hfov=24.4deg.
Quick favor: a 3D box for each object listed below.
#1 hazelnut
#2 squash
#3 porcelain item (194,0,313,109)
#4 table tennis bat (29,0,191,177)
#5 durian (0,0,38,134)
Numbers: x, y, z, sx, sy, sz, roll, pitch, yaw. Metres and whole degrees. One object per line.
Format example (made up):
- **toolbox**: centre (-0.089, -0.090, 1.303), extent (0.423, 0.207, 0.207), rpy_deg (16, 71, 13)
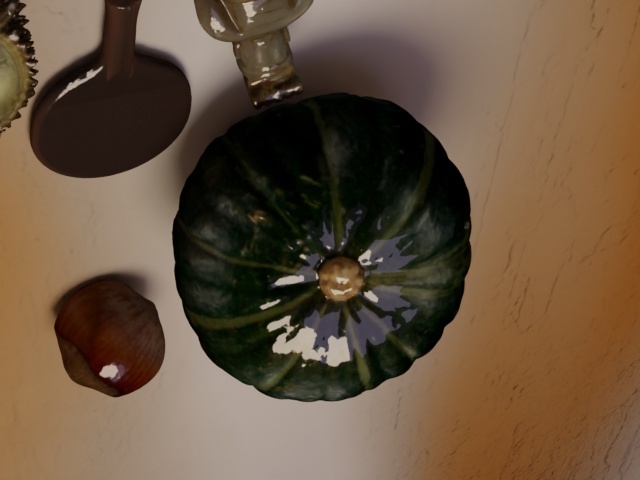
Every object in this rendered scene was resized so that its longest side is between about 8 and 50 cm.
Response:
- **hazelnut**: centre (-0.156, 0.073, 1.101), extent (0.086, 0.086, 0.086), rpy_deg (-19, 148, -13)
- **squash**: centre (0.002, 0.003, 1.009), extent (0.218, 0.218, 0.172), rpy_deg (-34, -170, 12)
- **porcelain item**: centre (-0.041, -0.161, 0.860), extent (0.084, 0.054, 0.213), rpy_deg (-19, 147, -7)
- **table tennis bat**: centre (-0.110, -0.056, 0.902), extent (0.107, 0.119, 0.170), rpy_deg (-14, 148, -20)
- **durian**: centre (-0.205, -0.109, 0.799), extent (0.110, 0.071, 0.140), rpy_deg (18, 141, -43)
